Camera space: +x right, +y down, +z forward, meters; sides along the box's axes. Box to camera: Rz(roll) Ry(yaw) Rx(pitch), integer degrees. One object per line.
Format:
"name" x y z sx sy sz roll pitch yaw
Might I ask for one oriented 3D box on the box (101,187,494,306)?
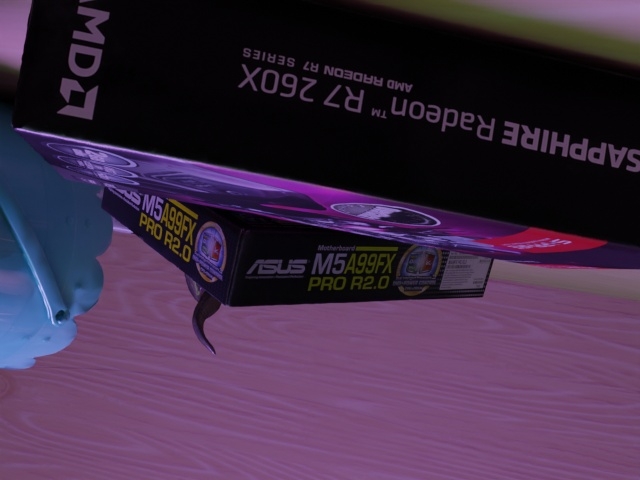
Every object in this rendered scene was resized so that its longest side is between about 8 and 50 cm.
"box" -0.017 -0.015 0.737 0.270 0.060 0.216 1 -160 -38

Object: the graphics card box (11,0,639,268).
"graphics card box" 0.030 -0.054 0.508 0.370 0.094 0.233 11 177 -11

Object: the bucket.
"bucket" -0.349 -0.015 0.775 0.281 0.281 0.183 8 178 25

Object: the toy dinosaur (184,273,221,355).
"toy dinosaur" -0.158 0.013 1.226 0.121 0.314 0.160 -16 159 -16

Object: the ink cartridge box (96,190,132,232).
"ink cartridge box" -0.169 -0.054 0.952 0.180 0.104 0.060 10 175 -20
